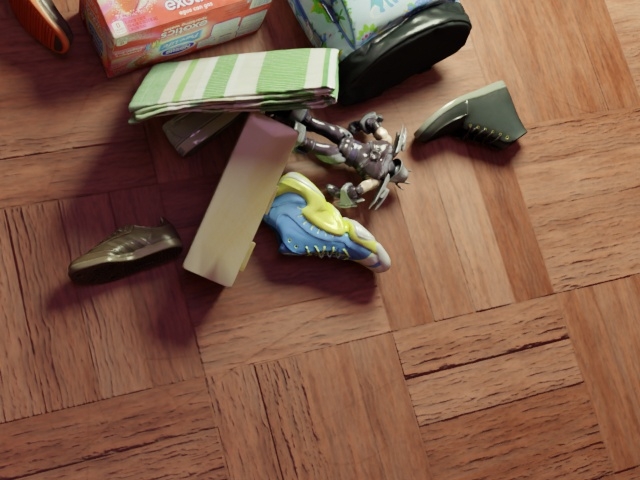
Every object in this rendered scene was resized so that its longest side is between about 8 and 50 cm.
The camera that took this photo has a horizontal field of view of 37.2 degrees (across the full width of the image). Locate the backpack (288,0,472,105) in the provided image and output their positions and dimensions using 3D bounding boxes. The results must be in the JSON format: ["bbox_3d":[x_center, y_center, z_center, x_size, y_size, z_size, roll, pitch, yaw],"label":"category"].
[{"bbox_3d":[0.072,-0.472,1.705,0.290,0.273,0.355,-27,70,-15],"label":"backpack"}]

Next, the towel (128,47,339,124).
[{"bbox_3d":[-0.132,-0.254,1.537,0.325,0.248,0.038,-5,118,5],"label":"towel"}]

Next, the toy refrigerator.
[{"bbox_3d":[-0.125,-0.066,1.527,0.094,0.102,0.269,24,91,-9],"label":"toy refrigerator"}]

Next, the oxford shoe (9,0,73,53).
[{"bbox_3d":[-0.483,-0.437,1.594,0.098,0.097,0.271,-34,85,-29],"label":"oxford shoe"}]

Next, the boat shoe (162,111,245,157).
[{"bbox_3d":[-0.173,-0.237,1.630,0.227,0.079,0.081,-41,92,-20],"label":"boat shoe"}]

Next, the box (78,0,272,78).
[{"bbox_3d":[-0.246,-0.409,1.624,0.300,0.154,0.142,-23,80,-20],"label":"box"}]

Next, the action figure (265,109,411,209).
[{"bbox_3d":[0.036,-0.162,1.665,0.285,0.099,0.185,24,61,-12],"label":"action figure"}]

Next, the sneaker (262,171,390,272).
[{"bbox_3d":[0.000,0.000,1.618,0.240,0.091,0.126,41,85,-2],"label":"sneaker"}]

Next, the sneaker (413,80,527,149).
[{"bbox_3d":[0.284,-0.206,1.754,0.222,0.083,0.118,-28,83,-23],"label":"sneaker"}]

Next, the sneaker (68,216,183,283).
[{"bbox_3d":[-0.319,0.015,1.528,0.188,0.066,0.071,-15,61,-25],"label":"sneaker"}]
